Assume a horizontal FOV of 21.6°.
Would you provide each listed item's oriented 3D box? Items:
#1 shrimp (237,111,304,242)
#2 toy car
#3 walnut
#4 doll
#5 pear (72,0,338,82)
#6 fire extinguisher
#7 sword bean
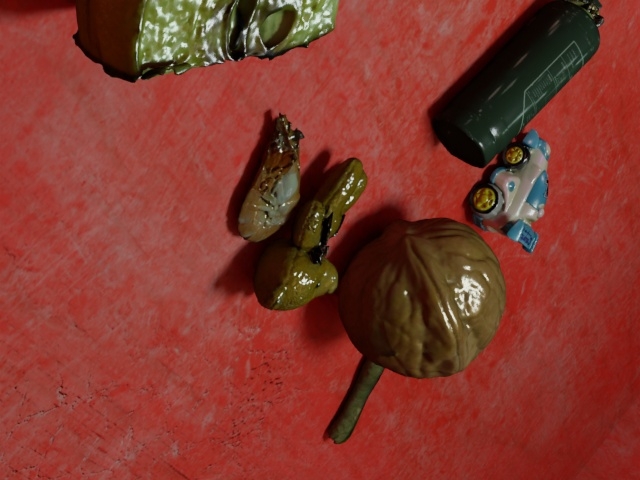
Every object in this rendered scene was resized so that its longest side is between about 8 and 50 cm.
[{"bbox_3d":[-0.051,-0.068,1.902,0.091,0.043,0.184,-25,142,-40],"label":"shrimp"},{"bbox_3d":[0.298,-0.068,2.425,0.161,0.098,0.126,-53,156,2],"label":"toy car"},{"bbox_3d":[0.133,0.070,2.198,0.228,0.228,0.228,-40,150,-28],"label":"walnut"},{"bbox_3d":[0.000,0.000,1.999,0.209,0.097,0.137,-55,179,-2],"label":"doll"},{"bbox_3d":[-0.102,-0.284,1.435,0.238,0.164,0.255,-19,132,-36],"label":"pear"},{"bbox_3d":[0.278,-0.228,2.213,0.311,0.095,0.114,-45,-170,-16],"label":"fire extinguisher"},{"bbox_3d":[0.076,0.184,2.427,0.043,0.038,0.269,-19,138,-59],"label":"sword bean"}]
